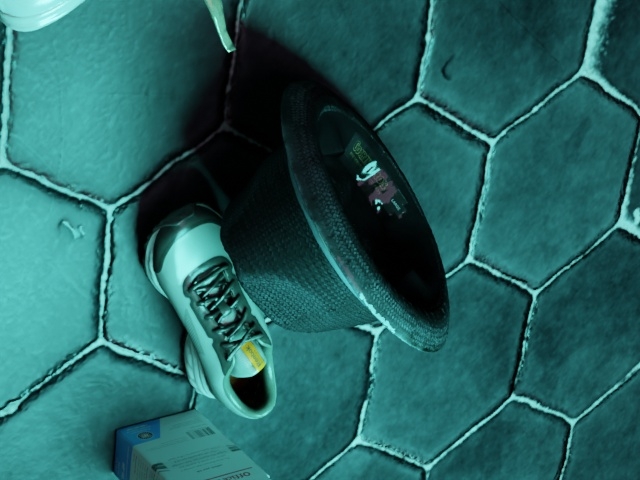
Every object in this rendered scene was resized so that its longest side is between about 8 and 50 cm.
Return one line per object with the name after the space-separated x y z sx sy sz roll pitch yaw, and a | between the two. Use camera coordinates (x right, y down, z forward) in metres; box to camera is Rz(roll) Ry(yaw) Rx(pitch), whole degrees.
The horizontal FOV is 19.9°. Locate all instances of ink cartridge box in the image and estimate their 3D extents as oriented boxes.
-0.127 0.255 1.905 0.104 0.180 0.060 -11 122 -35 | ink cartridge box

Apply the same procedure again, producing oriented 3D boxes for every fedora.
0.000 0.000 1.829 0.152 0.334 0.334 -27 139 17 | fedora

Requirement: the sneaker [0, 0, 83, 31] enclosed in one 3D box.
-0.196 -0.267 1.580 0.212 0.080 0.094 -38 155 -14 | sneaker

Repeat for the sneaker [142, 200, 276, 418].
-0.100 0.073 1.869 0.100 0.108 0.271 -33 131 -19 | sneaker

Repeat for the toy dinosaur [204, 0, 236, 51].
-0.145 -0.279 1.541 0.118 0.064 0.268 -25 99 -47 | toy dinosaur
